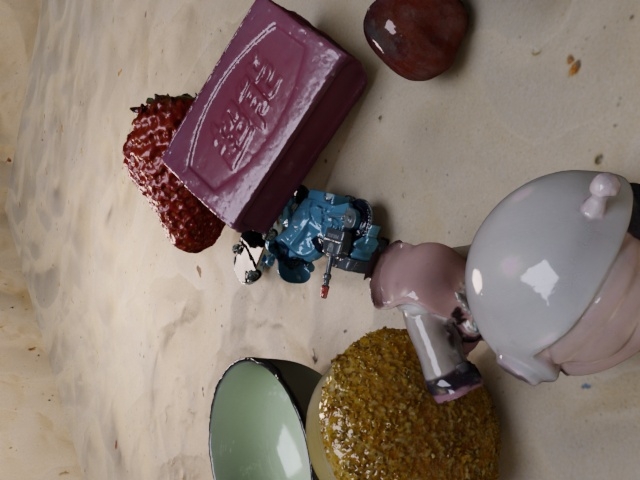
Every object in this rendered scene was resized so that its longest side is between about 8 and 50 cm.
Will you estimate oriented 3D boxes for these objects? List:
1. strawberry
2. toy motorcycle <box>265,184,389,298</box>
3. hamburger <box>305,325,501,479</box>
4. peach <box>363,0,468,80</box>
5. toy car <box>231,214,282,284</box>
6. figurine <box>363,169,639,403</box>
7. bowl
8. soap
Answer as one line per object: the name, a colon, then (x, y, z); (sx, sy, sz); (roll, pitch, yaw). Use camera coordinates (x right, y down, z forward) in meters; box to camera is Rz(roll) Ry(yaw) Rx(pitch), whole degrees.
strawberry: (-0.287, -0.147, 1.538); (0.312, 0.268, 0.350); (-148, 51, -73)
toy motorcycle: (0.000, 0.000, 1.258); (0.272, 0.124, 0.182); (17, 95, 53)
hamburger: (0.121, 0.264, 0.983); (0.179, 0.276, 0.294); (-35, 78, 57)
peach: (0.132, -0.317, 1.038); (0.152, 0.152, 0.151); (4, 95, 53)
toy car: (-0.134, 0.007, 1.488); (0.095, 0.056, 0.204); (56, 136, 36)
figurine: (0.238, 0.056, 0.827); (0.361, 0.211, 0.253); (-21, 50, 50)
bowl: (-0.042, 0.376, 1.274); (0.354, 0.185, 0.353); (4, 95, 53)
soap: (-0.098, -0.219, 1.259); (0.233, 0.128, 0.359); (42, 106, 26)
